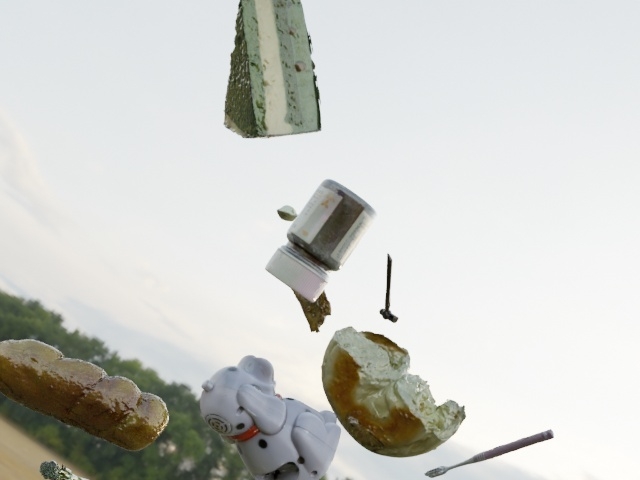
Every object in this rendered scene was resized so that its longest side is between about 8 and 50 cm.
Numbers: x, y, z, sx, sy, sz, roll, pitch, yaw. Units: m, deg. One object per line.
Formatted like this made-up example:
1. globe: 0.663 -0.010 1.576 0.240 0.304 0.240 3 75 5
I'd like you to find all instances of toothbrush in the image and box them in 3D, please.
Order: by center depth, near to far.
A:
1. toothbrush: 0.402 0.520 2.030 0.354 0.024 0.029 -28 -27 29

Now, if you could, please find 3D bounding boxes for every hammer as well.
1. hammer: 0.166 0.113 2.010 0.065 0.021 0.178 35 -49 51

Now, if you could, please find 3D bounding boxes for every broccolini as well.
1. broccolini: -0.420 0.389 1.381 0.035 0.030 0.140 1 -25 13

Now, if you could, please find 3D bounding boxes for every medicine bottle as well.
1. medicine bottle: 0.000 0.000 2.032 0.165 0.273 0.165 36 -2 2

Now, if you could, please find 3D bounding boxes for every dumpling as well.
1. dumpling: -0.081 -0.071 2.263 0.059 0.043 0.077 10 -24 34

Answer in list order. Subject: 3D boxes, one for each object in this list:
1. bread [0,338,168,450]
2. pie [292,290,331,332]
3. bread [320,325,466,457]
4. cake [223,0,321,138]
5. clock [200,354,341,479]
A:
1. bread: -0.404 0.236 1.315 0.344 0.124 0.084 28 26 -16
2. pie: -0.022 0.153 2.132 0.034 0.092 0.170 23 36 -56
3. bread: 0.135 0.331 1.710 0.314 0.192 0.171 33 26 24
4. cake: -0.115 -0.347 1.710 0.172 0.158 0.283 1 -81 62
5. clock: -0.112 0.314 1.479 0.254 0.189 0.189 47 -24 -21
